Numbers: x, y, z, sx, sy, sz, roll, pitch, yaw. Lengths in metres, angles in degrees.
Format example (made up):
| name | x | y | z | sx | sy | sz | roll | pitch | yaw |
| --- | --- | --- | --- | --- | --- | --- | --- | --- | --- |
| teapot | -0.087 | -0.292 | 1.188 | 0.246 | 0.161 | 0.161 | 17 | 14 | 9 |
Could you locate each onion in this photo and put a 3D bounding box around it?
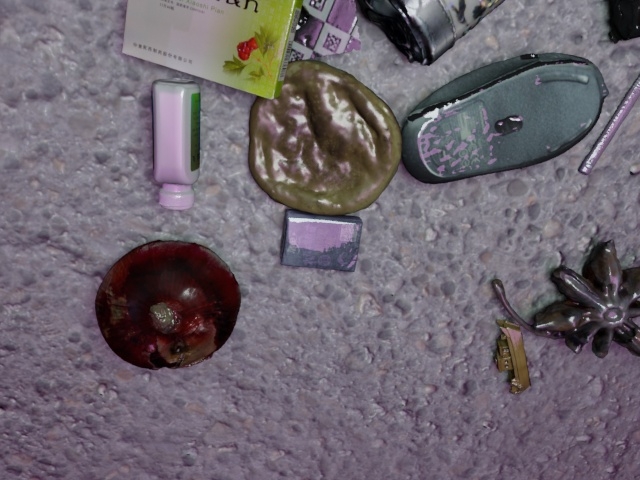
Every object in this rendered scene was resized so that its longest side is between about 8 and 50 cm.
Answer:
| name | x | y | z | sx | sy | sz | roll | pitch | yaw |
| --- | --- | --- | --- | --- | --- | --- | --- | --- | --- |
| onion | -0.284 | 0.137 | 0.876 | 0.272 | 0.195 | 0.271 | -3 | 104 | -12 |

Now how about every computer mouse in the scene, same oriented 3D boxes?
| name | x | y | z | sx | sy | sz | roll | pitch | yaw |
| --- | --- | --- | --- | --- | --- | --- | --- | --- | --- |
| computer mouse | 0.321 | -0.220 | 0.847 | 0.374 | 0.114 | 0.203 | -15 | 110 | 0 |

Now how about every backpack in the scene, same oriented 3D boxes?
| name | x | y | z | sx | sy | sz | roll | pitch | yaw |
| --- | --- | --- | --- | --- | --- | --- | --- | --- | --- |
| backpack | 0.566 | -0.439 | 0.793 | 0.120 | 0.105 | 0.165 | -22 | 115 | 7 |

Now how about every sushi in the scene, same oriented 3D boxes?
| name | x | y | z | sx | sy | sz | roll | pitch | yaw |
| --- | --- | --- | --- | --- | --- | --- | --- | --- | --- |
| sushi | -0.061 | -0.409 | 0.755 | 0.232 | 0.047 | 0.219 | -6 | 113 | 10 |

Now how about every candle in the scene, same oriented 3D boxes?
| name | x | y | z | sx | sy | sz | roll | pitch | yaw |
| --- | --- | --- | --- | --- | --- | --- | --- | --- | --- |
| candle | 0.224 | -0.436 | 0.717 | 0.330 | 0.187 | 0.187 | -40 | 110 | 7 |

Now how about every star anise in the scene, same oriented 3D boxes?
| name | x | y | z | sx | sy | sz | roll | pitch | yaw |
| --- | --- | --- | --- | --- | --- | --- | --- | --- | --- |
| star anise | 0.600 | 0.131 | 1.023 | 0.316 | 0.139 | 0.359 | -42 | 95 | 2 |

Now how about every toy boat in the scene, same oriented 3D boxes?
| name | x | y | z | sx | sy | sz | roll | pitch | yaw |
| --- | --- | --- | --- | --- | --- | --- | --- | --- | --- |
| toy boat | 0.447 | 0.276 | 1.088 | 0.072 | 0.064 | 0.205 | -13 | 112 | 18 |

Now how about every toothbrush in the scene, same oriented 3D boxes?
| name | x | y | z | sx | sy | sz | roll | pitch | yaw |
| --- | --- | --- | --- | --- | --- | --- | --- | --- | --- |
| toothbrush | 0.617 | -0.290 | 0.899 | 0.024 | 0.029 | 0.353 | 25 | 107 | -1 |

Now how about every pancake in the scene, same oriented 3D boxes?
| name | x | y | z | sx | sy | sz | roll | pitch | yaw |
| --- | --- | --- | --- | --- | --- | --- | --- | --- | --- |
| pancake | 0.000 | -0.168 | 0.832 | 0.295 | 0.049 | 0.294 | 4 | 113 | 9 |

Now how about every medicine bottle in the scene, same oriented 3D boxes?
| name | x | y | z | sx | sy | sz | roll | pitch | yaw |
| --- | --- | --- | --- | --- | --- | --- | --- | --- | --- |
| medicine bottle | -0.250 | -0.164 | 0.801 | 0.078 | 0.115 | 0.219 | 3 | 111 | -9 |

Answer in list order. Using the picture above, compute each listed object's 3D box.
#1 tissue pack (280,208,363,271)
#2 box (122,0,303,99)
| name | x | y | z | sx | sy | sz | roll | pitch | yaw |
| --- | --- | --- | --- | --- | --- | --- | --- | --- | --- |
| tissue pack | 0.000 | 0.000 | 0.931 | 0.157 | 0.051 | 0.112 | 6 | 108 | -8 |
| box | -0.172 | -0.350 | 0.734 | 0.261 | 0.062 | 0.175 | 17 | 114 | 1 |
